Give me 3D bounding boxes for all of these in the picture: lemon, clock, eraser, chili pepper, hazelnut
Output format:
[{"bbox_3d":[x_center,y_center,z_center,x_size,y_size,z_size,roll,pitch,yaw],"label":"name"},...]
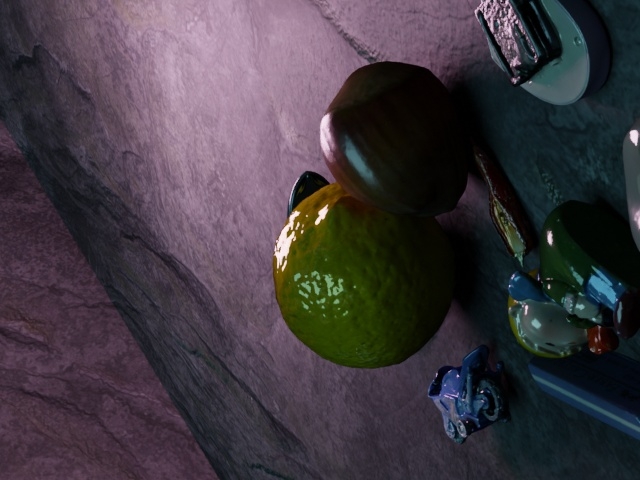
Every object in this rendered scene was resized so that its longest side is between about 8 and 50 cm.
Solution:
[{"bbox_3d":[0.060,0.053,1.898,0.253,0.253,0.310,49,166,35],"label":"lemon"},{"bbox_3d":[0.224,-0.232,1.503,0.198,0.064,0.172,65,156,6],"label":"clock"},{"bbox_3d":[0.340,0.173,1.613,0.225,0.082,0.036,25,136,58],"label":"eraser"},{"bbox_3d":[0.225,-0.050,1.721,0.178,0.027,0.045,65,153,3],"label":"chili pepper"},{"bbox_3d":[0.101,-0.130,1.747,0.210,0.210,0.186,23,104,59],"label":"hazelnut"}]

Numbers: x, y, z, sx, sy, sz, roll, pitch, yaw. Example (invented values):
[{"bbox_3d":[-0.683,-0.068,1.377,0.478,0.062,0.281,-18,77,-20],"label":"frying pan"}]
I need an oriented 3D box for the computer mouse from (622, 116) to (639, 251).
[{"bbox_3d":[0.410,-0.029,1.256,0.331,0.095,0.197,21,133,48],"label":"computer mouse"}]

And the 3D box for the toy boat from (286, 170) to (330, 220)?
[{"bbox_3d":[0.000,0.000,2.179,0.103,0.093,0.246,-138,32,-58],"label":"toy boat"}]

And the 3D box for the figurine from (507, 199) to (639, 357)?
[{"bbox_3d":[0.299,0.082,1.583,0.185,0.127,0.234,47,140,28],"label":"figurine"}]

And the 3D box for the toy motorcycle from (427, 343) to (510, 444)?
[{"bbox_3d":[0.210,0.221,1.970,0.114,0.076,0.205,68,158,14],"label":"toy motorcycle"}]
